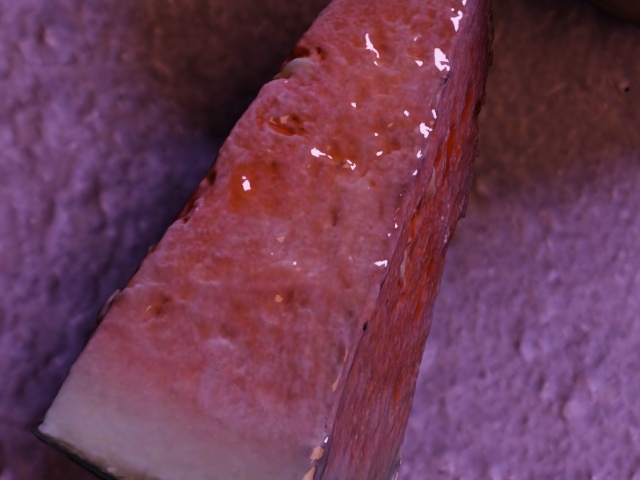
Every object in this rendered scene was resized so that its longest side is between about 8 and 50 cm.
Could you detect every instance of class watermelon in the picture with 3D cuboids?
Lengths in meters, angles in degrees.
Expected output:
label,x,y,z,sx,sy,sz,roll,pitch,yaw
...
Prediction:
label,x,y,z,sx,sy,sz,roll,pitch,yaw
watermelon,0.000,0.000,0.721,0.140,0.193,0.256,23,83,7

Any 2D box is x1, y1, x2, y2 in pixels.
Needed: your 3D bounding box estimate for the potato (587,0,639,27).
label,x,y,z,sx,sy,sz,roll,pitch,yaw
potato,0.144,-0.214,0.765,0.351,0.202,0.218,28,78,-35
